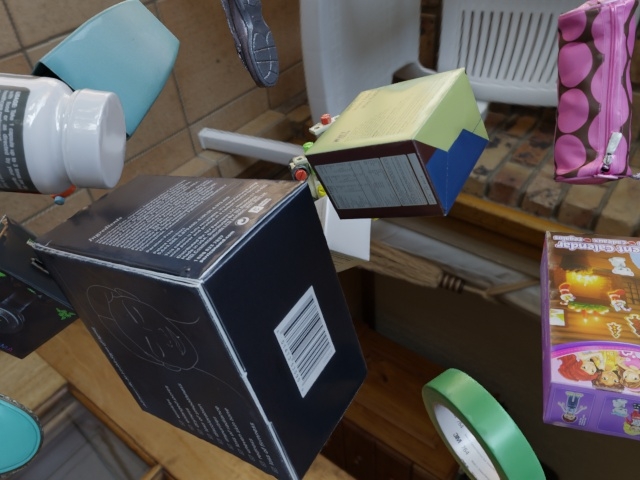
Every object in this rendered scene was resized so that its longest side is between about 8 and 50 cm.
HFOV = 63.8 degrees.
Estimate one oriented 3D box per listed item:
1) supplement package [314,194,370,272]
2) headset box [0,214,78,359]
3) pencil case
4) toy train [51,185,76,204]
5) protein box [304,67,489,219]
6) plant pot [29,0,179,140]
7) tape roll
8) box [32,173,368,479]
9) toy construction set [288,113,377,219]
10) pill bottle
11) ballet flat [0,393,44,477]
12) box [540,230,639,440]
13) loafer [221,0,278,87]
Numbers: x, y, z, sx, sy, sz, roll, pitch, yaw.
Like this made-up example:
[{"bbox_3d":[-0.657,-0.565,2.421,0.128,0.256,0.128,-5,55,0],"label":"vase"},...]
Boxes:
[{"bbox_3d":[0.000,0.000,1.278,0.133,0.244,0.139,16,66,-29],"label":"supplement package"},{"bbox_3d":[-0.682,0.110,1.158,0.246,0.283,0.131,43,29,-32],"label":"headset box"},{"bbox_3d":[0.320,-0.170,0.595,0.098,0.095,0.210,-21,108,-69],"label":"pencil case"},{"bbox_3d":[-0.511,-0.160,1.062,0.046,0.125,0.167,43,39,-49],"label":"toy train"},{"bbox_3d":[0.124,-0.147,0.819,0.200,0.201,0.136,-53,126,-34],"label":"protein box"},{"bbox_3d":[-0.368,-0.297,0.909,0.165,0.165,0.234,42,57,-28],"label":"plant pot"},{"bbox_3d":[0.355,0.446,1.152,0.077,0.321,0.321,-31,139,-13],"label":"tape roll"},{"bbox_3d":[-0.215,0.146,1.014,0.297,0.471,0.480,-48,132,-40],"label":"box"},{"bbox_3d":[0.031,-0.178,1.437,0.214,0.151,0.328,-19,109,-3],"label":"toy construction set"},{"bbox_3d":[-0.430,-0.146,0.708,0.161,0.282,0.162,-176,-90,-83],"label":"pill bottle"},{"bbox_3d":[-0.713,0.302,0.811,0.482,0.181,0.164,21,59,-42],"label":"ballet flat"},{"bbox_3d":[0.341,0.079,0.424,0.201,0.292,0.057,-63,151,-48],"label":"box"},{"bbox_3d":[-0.199,-0.568,1.422,0.109,0.095,0.303,-29,108,-48],"label":"loafer"}]
